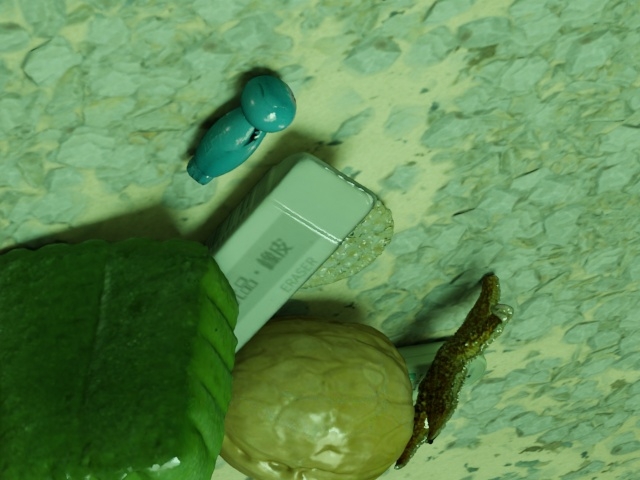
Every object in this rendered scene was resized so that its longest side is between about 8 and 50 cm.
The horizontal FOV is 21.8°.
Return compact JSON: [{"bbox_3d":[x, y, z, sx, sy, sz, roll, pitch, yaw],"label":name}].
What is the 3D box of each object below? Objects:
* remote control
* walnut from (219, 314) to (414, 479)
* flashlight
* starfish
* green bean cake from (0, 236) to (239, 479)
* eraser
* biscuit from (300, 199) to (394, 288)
[{"bbox_3d":[0.080,0.149,1.856,0.221,0.042,0.078,-8,145,-20],"label":"remote control"},{"bbox_3d":[-0.017,0.165,1.693,0.221,0.195,0.195,13,140,-9],"label":"walnut"},{"bbox_3d":[-0.070,-0.093,1.412,0.051,0.051,0.129,14,140,-41],"label":"flashlight"},{"bbox_3d":[0.133,0.141,1.749,0.043,0.227,0.240,32,146,2],"label":"starfish"},{"bbox_3d":[-0.191,0.124,1.452,0.222,0.248,0.125,-3,149,12],"label":"green bean cake"},{"bbox_3d":[-0.076,0.034,1.559,0.089,0.061,0.352,31,127,-16],"label":"eraser"},{"bbox_3d":[0.000,0.000,1.608,0.152,0.020,0.152,-11,146,-7],"label":"biscuit"}]
